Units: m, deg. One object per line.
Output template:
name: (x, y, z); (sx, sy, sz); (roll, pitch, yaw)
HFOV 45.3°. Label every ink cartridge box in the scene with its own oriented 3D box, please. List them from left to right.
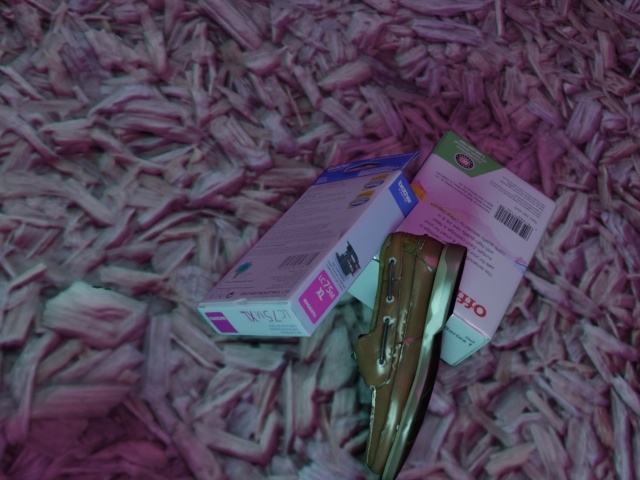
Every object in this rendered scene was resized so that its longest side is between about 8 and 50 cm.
ink cartridge box: (0.000, 0.000, 0.999); (0.311, 0.186, 0.065); (-51, 119, -33)
ink cartridge box: (0.188, 0.007, 1.104); (0.201, 0.117, 0.278); (35, 56, 2)

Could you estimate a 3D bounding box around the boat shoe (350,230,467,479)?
boat shoe: (0.094, 0.141, 0.952); (0.104, 0.111, 0.307); (16, 92, 15)
